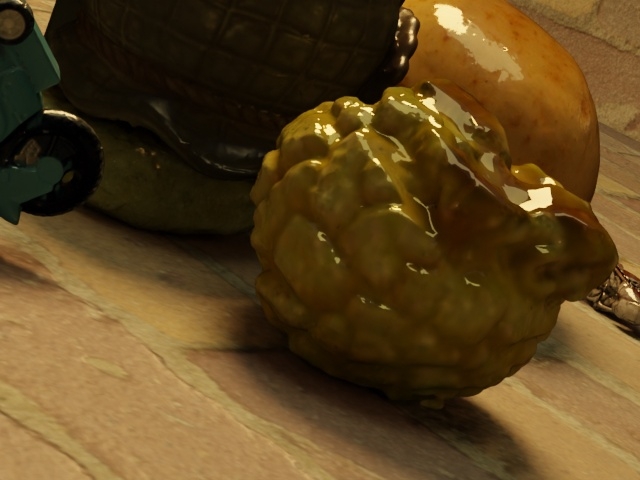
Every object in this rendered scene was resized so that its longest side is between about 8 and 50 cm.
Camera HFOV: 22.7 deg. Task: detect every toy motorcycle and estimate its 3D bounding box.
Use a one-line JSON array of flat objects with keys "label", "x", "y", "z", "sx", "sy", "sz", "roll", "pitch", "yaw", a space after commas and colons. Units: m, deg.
[{"label": "toy motorcycle", "x": -0.269, "y": -0.113, "z": 1.048, "sx": 0.123, "sy": 0.182, "sz": 0.272, "roll": -118, "pitch": -176, "yaw": -65}]

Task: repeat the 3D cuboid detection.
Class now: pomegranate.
[{"label": "pomegranate", "x": 0.129, "y": -0.105, "z": 1.526, "sx": 0.307, "sy": 0.307, "sz": 0.307, "roll": 22, "pitch": 14, "yaw": -6}]

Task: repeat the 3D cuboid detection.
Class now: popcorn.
[{"label": "popcorn", "x": 0.081, "y": 0.000, "z": 1.157, "sx": 0.252, "sy": 0.237, "sz": 0.206, "roll": -14, "pitch": -4, "yaw": 11}]

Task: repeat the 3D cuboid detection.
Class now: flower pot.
[{"label": "flower pot", "x": -0.072, "y": -0.190, "z": 1.344, "sx": 0.302, "sy": 0.213, "sz": 0.302, "roll": 24, "pitch": 16, "yaw": -8}]

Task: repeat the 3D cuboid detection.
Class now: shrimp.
[{"label": "shrimp", "x": 0.307, "y": 0.046, "z": 1.716, "sx": 0.065, "sy": 0.056, "sz": 0.165, "roll": 4, "pitch": 20, "yaw": -38}]

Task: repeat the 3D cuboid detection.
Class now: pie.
[{"label": "pie", "x": -0.179, "y": -0.089, "z": 1.407, "sx": 0.323, "sy": 0.070, "sz": 0.323, "roll": 23, "pitch": 12, "yaw": -5}]

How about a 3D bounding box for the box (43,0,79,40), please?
[{"label": "box", "x": -0.180, "y": -0.204, "z": 1.569, "sx": 0.144, "sy": 0.090, "sz": 0.201, "roll": 19, "pitch": 10, "yaw": 5}]
